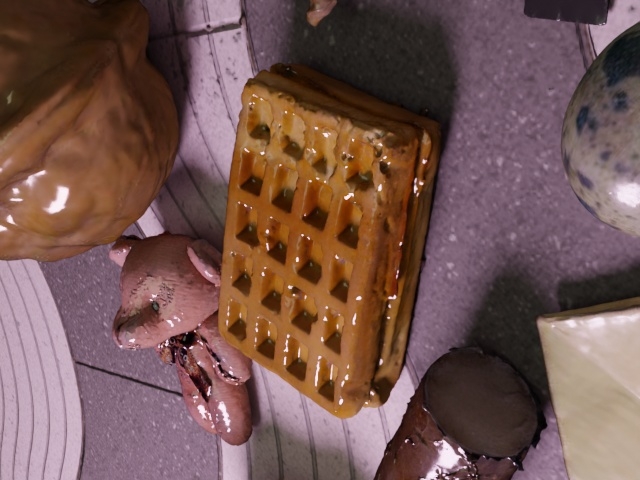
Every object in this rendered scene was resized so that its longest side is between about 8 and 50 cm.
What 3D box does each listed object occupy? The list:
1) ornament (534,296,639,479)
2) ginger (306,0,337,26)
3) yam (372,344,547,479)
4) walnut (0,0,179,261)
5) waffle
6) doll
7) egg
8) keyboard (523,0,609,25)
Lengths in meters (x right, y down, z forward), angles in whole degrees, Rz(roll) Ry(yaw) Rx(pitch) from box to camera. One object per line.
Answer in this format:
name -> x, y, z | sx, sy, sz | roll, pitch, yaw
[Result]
ornament -> 0.249, 0.113, 0.713 | 0.180, 0.059, 0.201 | 40, 129, 30
ginger -> -0.082, -0.312, 0.867 | 0.290, 0.084, 0.122 | 35, 135, 33
yam -> 0.111, 0.242, 0.855 | 0.131, 0.131, 0.279 | 41, 130, 28
walnut -> -0.350, -0.143, 1.059 | 0.384, 0.384, 0.383 | 21, 120, 41
waffle -> 0.000, 0.000, 0.901 | 0.224, 0.098, 0.327 | 29, 126, 34
doll -> -0.181, 0.138, 1.112 | 0.201, 0.156, 0.303 | 2, 111, 45
egg -> 0.243, -0.083, 0.578 | 0.141, 0.141, 0.181 | 52, 127, 19
keyboard -> 0.192, -0.263, 0.649 | 0.074, 0.015, 0.196 | 22, 121, 44
